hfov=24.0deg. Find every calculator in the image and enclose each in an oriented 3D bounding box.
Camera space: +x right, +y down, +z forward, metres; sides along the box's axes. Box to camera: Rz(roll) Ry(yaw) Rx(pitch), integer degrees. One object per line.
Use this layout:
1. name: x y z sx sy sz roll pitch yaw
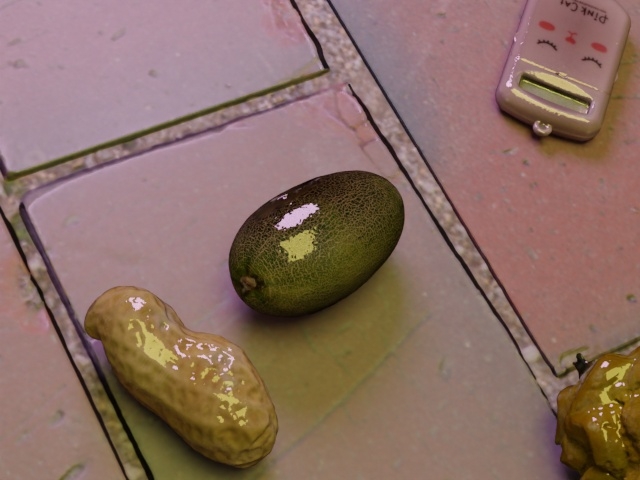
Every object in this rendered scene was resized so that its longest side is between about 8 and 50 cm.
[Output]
1. calculator: 0.219 -0.162 1.351 0.100 0.032 0.175 21 60 0

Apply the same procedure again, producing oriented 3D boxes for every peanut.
1. peanut: -0.100 0.097 1.116 0.174 0.080 0.080 39 61 10

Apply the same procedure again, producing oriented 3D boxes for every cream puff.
1. cream puff: 0.259 0.154 1.136 0.156 0.121 0.156 7 64 -14

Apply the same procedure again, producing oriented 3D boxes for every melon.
1. melon: 0.000 0.000 1.178 0.162 0.099 0.099 -31 72 -33
